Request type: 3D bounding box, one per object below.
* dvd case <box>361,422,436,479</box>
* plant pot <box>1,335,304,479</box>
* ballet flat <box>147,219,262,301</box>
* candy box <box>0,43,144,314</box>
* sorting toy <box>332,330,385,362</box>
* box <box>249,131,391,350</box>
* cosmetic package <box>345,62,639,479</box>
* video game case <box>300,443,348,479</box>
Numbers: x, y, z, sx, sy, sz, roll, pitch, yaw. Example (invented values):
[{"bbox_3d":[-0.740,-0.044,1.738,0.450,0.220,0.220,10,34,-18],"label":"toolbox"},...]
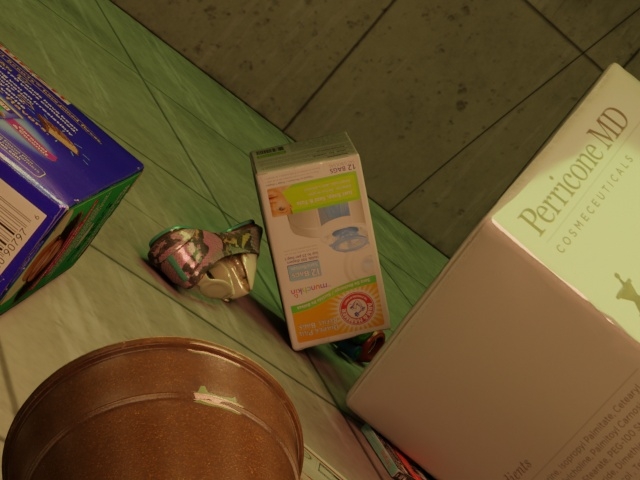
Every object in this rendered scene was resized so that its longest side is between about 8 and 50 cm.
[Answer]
[{"bbox_3d":[0.099,0.236,1.690,0.119,0.013,0.087,33,11,-34],"label":"dvd case"},{"bbox_3d":[-0.078,0.163,0.846,0.167,0.167,0.165,37,18,-27],"label":"plant pot"},{"bbox_3d":[-0.107,0.024,1.705,0.079,0.077,0.221,61,17,8],"label":"ballet flat"},{"bbox_3d":[-0.288,-0.083,1.244,0.268,0.122,0.317,40,10,-2],"label":"candy box"},{"bbox_3d":[0.041,0.106,1.943,0.042,0.061,0.102,30,-25,29],"label":"sorting toy"},{"bbox_3d":[0.000,0.000,1.789,0.103,0.114,0.203,-111,-170,-72],"label":"box"},{"bbox_3d":[0.308,0.112,1.663,0.393,0.327,0.329,38,46,5],"label":"cosmetic package"},{"bbox_3d":[-0.039,0.192,1.269,0.204,0.025,0.285,41,8,-3],"label":"video game case"}]
